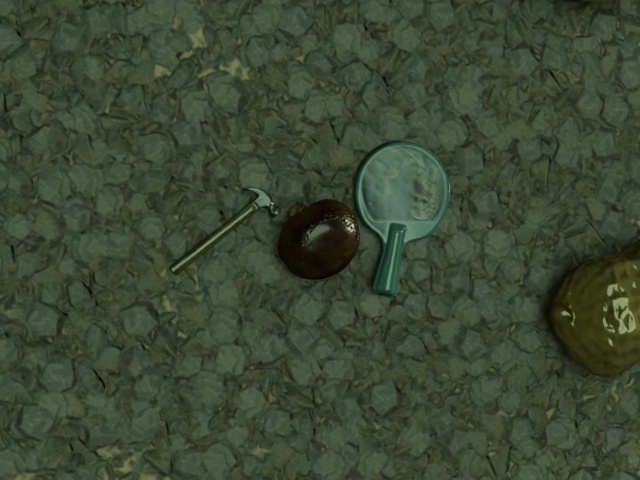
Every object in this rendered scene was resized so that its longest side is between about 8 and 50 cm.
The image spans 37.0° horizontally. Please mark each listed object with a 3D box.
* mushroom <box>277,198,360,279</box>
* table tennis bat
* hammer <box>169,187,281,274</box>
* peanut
[{"bbox_3d":[0.000,0.000,1.399,0.127,0.087,0.127,-8,114,-19],"label":"mushroom"},{"bbox_3d":[0.115,-0.033,1.438,0.149,0.038,0.237,12,85,-12],"label":"table tennis bat"},{"bbox_3d":[-0.146,-0.013,1.394,0.182,0.017,0.062,-38,97,-8],"label":"hammer"},{"bbox_3d":[0.468,0.106,1.472,0.233,0.110,0.196,-14,93,-13],"label":"peanut"}]
